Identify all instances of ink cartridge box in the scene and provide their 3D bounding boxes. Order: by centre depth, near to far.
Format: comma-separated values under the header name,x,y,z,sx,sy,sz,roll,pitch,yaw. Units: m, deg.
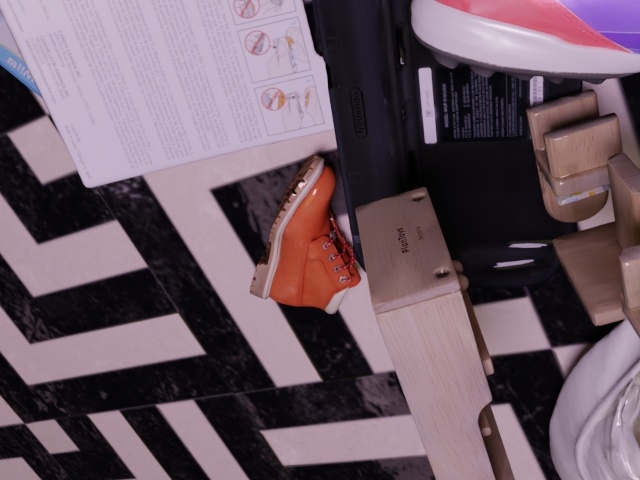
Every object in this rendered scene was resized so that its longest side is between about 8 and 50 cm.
name,x,y,z,sx,sy,sz,roll,pitch,yaw
ink cartridge box,-0.091,-0.149,0.549,0.232,0.066,0.189,-15,123,1

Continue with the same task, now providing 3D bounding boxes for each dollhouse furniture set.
name,x,y,z,sx,sy,sz,roll,pitch,yaw
dollhouse furniture set,0.161,0.035,0.433,0.242,0.212,0.161,-17,121,8

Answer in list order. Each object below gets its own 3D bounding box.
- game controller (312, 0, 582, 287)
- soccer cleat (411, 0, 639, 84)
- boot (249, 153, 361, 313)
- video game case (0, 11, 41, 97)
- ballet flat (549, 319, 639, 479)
name,x,y,z,sx,sy,sz,roll,pitch,yaw
game controller,0.088,-0.097,0.519,0.167,0.067,0.319,-5,124,8
soccer cleat,0.207,-0.137,0.377,0.318,0.108,0.116,6,127,6
boot,0.000,0.000,0.621,0.085,0.059,0.158,22,138,2
video game case,-0.203,-0.183,0.594,0.119,0.015,0.166,40,129,-9
ballet flat,0.265,0.103,0.535,0.139,0.139,0.400,24,130,5
